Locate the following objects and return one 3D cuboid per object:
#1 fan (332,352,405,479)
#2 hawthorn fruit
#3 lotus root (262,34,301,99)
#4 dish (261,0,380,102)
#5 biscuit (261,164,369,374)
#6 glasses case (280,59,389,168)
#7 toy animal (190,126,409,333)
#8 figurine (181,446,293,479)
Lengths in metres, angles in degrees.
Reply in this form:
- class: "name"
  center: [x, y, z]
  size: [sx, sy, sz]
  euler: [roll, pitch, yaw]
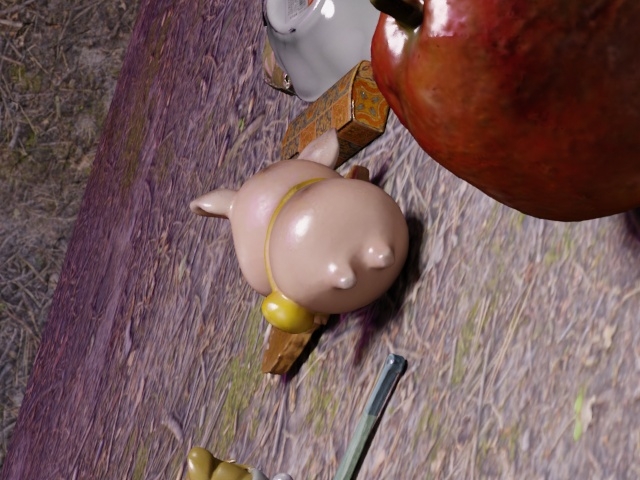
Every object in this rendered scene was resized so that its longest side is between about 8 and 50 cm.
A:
- class: "fan"
  center: [0.033, 0.188, 1.519]
  size: [0.038, 0.016, 0.193]
  euler: [-117, 48, -65]
- class: "hawthorn fruit"
  center: [0.140, -0.129, 1.103]
  size: [0.224, 0.261, 0.224]
  euler: [-165, 90, -69]
- class: "lotus root"
  center: [-0.011, -0.241, 2.073]
  size: [0.143, 0.070, 0.144]
  euler: [9, 80, 57]
- class: "dish"
  center: [-0.004, -0.279, 1.953]
  size: [0.229, 0.081, 0.229]
  euler: [-25, 55, 42]
- class: "biscuit"
  center: [-0.003, 0.034, 1.785]
  size: [0.250, 0.035, 0.162]
  euler: [-66, 22, 16]
- class: "glasses case"
  center: [0.015, -0.130, 1.889]
  size: [0.218, 0.049, 0.075]
  euler: [146, 141, -65]
- class: "toy animal"
  center: [-0.003, 0.000, 1.618]
  size: [0.248, 0.165, 0.149]
  euler: [36, 140, 58]
- class: "figurine"
  center: [-0.111, 0.339, 1.633]
  size: [0.194, 0.133, 0.274]
  euler: [4, -80, -83]
